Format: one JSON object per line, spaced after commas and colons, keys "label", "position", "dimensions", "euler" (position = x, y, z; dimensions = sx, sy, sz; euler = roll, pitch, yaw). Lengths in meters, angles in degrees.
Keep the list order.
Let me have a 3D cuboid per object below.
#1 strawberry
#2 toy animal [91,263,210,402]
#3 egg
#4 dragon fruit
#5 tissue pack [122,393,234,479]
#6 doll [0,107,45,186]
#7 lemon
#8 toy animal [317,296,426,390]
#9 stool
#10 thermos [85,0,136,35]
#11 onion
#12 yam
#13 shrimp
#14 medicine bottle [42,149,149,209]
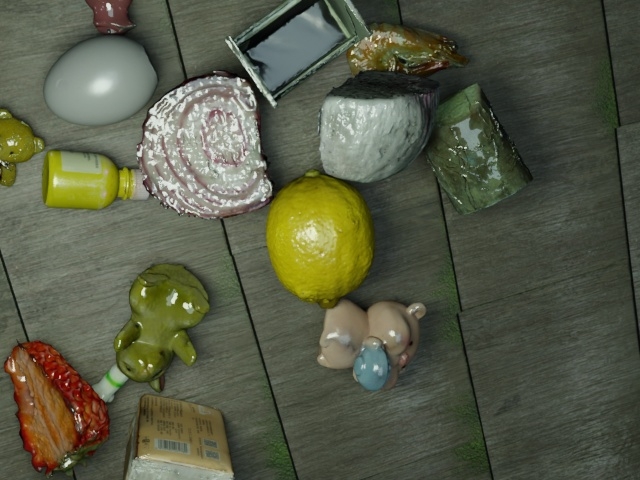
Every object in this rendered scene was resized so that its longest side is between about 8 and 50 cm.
{"label": "strawberry", "position": [-0.569, 0.369, 1.671], "dimensions": [0.150, 0.280, 0.253], "euler": [-14, 139, -49]}
{"label": "toy animal", "position": [-0.372, 0.232, 1.671], "dimensions": [0.181, 0.180, 0.363], "euler": [19, 97, -20]}
{"label": "egg", "position": [-0.452, -0.323, 1.556], "dimensions": [0.232, 0.176, 0.176], "euler": [-25, 104, 2]}
{"label": "dragon fruit", "position": [0.134, -0.233, 1.619], "dimensions": [0.204, 0.283, 0.221], "euler": [16, 117, 19]}
{"label": "tissue pack", "position": [-0.326, 0.510, 1.668], "dimensions": [0.238, 0.305, 0.238], "euler": [-3, 103, -11]}
{"label": "doll", "position": [-0.686, -0.169, 1.577], "dimensions": [0.209, 0.097, 0.137], "euler": [-44, 111, 4]}
{"label": "lemon", "position": [0.000, 0.000, 1.673], "dimensions": [0.245, 0.245, 0.320], "euler": [-10, 101, -10]}
{"label": "toy animal", "position": [0.106, 0.233, 1.779], "dimensions": [0.221, 0.229, 0.210], "euler": [28, 129, 23]}
{"label": "stool", "position": [-0.049, -0.414, 1.562], "dimensions": [0.243, 0.270, 0.170], "euler": [-36, 103, 4]}
{"label": "thermos", "position": [-0.455, -0.583, 1.541], "dimensions": [0.136, 0.109, 0.330], "euler": [-7, 102, -11]}
{"label": "onion", "position": [-0.252, -0.209, 1.643], "dimensions": [0.280, 0.146, 0.314], "euler": [-8, 109, -3]}
{"label": "yam", "position": [0.351, -0.210, 1.746], "dimensions": [0.202, 0.201, 0.271], "euler": [-32, 98, -6]}
{"label": "shrimp", "position": [0.204, -0.417, 1.741], "dimensions": [0.294, 0.062, 0.154], "euler": [3, 109, -6]}
{"label": "medicine bottle", "position": [-0.474, -0.125, 1.616], "dimensions": [0.212, 0.122, 0.122], "euler": [2, 100, -28]}
